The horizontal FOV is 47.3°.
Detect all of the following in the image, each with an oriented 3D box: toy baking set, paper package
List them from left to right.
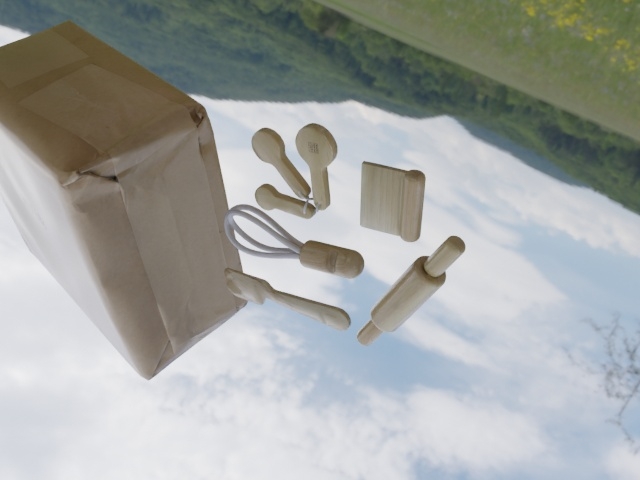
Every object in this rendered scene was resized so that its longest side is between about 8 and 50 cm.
[{"bbox_3d":[-0.254,-0.054,0.851,0.168,0.309,0.325,-33,-131,-26],"label":"paper package"},{"bbox_3d":[0.006,0.004,0.634,0.197,0.256,0.030,39,-133,9],"label":"toy baking set"}]
